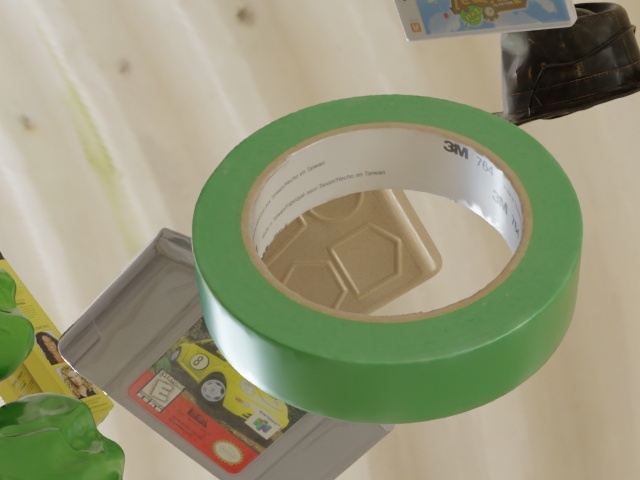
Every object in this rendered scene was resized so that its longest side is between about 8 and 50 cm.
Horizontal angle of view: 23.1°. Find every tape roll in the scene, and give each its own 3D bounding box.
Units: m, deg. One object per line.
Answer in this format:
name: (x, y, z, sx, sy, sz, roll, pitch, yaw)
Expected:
tape roll: (0.055, 0.006, 1.303, 0.321, 0.077, 0.321, -2, -135, 2)

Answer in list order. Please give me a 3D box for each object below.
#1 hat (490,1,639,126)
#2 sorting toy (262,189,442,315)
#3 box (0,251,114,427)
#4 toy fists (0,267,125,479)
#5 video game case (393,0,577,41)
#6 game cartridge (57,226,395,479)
hat: (0.306, -0.231, 1.993, 0.331, 0.134, 0.331, -22, -173, 3)
sorting toy: (0.000, 0.000, 1.691, 0.208, 0.193, 0.038, -31, -169, 0)
box: (-0.326, 0.125, 1.715, 0.058, 0.232, 0.087, -12, 148, -54)
toy fists: (-0.211, 0.101, 0.927, 0.096, 0.279, 0.142, -43, 165, 26)
video game case: (0.159, -0.314, 1.717, 0.212, 0.193, 0.023, -1, -146, 34)
game cartridge: (-0.082, 0.127, 1.493, 0.196, 0.294, 0.060, -46, -166, 25)
